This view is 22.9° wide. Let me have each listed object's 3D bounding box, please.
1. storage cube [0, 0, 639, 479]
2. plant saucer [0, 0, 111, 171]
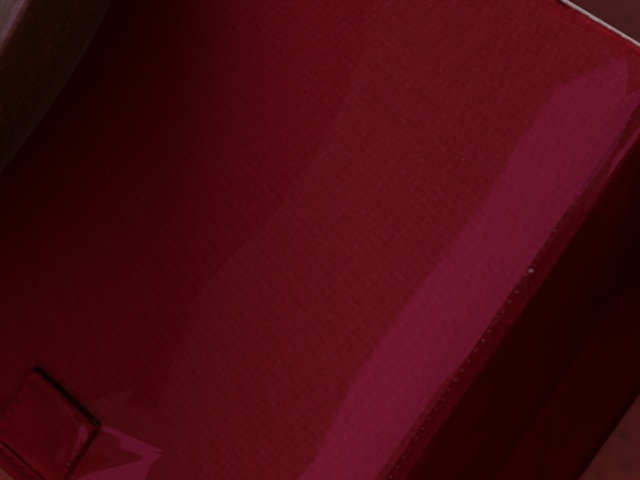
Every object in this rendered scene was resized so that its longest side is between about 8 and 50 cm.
[{"bbox_3d":[0.000,0.000,0.507,0.215,0.183,0.193,37,96,24],"label":"storage cube"},{"bbox_3d":[-0.140,-0.109,0.480,0.310,0.050,0.311,-19,61,39],"label":"plant saucer"}]
